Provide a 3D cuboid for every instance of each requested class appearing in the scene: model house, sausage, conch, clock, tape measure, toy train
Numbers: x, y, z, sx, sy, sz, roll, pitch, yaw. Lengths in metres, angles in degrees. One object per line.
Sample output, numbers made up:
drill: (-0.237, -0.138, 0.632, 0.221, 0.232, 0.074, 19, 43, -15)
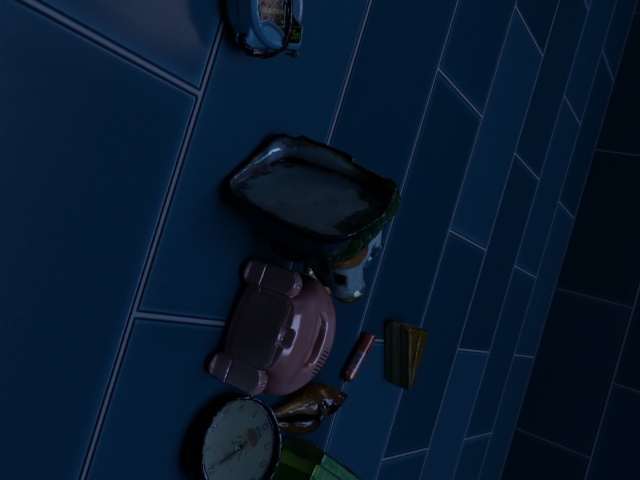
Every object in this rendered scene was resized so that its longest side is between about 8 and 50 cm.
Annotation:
model house: (0.000, 0.000, 1.028, 0.184, 0.253, 0.291, -49, 149, -28)
sausage: (0.085, 0.275, 1.415, 0.129, 0.034, 0.034, -60, 143, -21)
conch: (-0.037, 0.349, 1.233, 0.233, 0.086, 0.080, -29, 144, -41)
clock: (-0.144, 0.359, 1.062, 0.185, 0.040, 0.184, 11, 75, -44)
tape measure: (-0.079, -0.343, 0.901, 0.125, 0.081, 0.145, -20, 118, -54)
toy train: (-0.021, 0.552, 1.302, 0.202, 0.120, 0.300, -63, 144, -22)
clock: (-0.051, 0.170, 1.094, 0.241, 0.143, 0.227, 31, 77, -58)

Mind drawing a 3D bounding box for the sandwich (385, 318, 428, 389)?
sandwich: (0.194, 0.287, 1.537, 0.113, 0.079, 0.163, 22, 86, -53)

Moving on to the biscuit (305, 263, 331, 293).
biscuit: (0.020, 0.044, 1.245, 0.152, 0.020, 0.151, -24, 121, -48)
